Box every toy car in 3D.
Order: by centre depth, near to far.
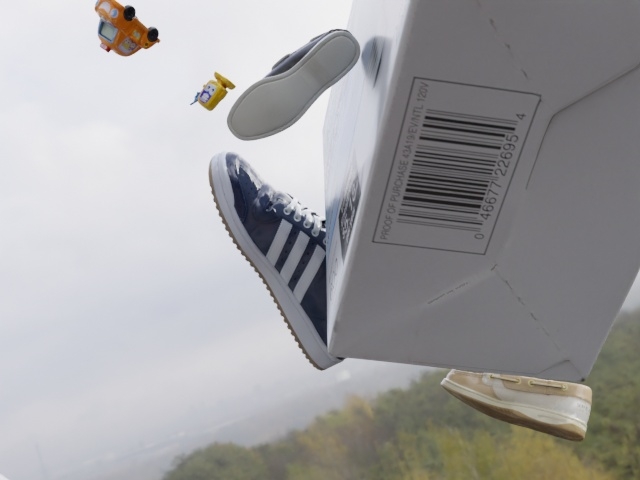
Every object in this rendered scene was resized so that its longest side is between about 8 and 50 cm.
[{"bbox_3d":[-0.131,-0.146,0.697,0.040,0.122,0.060,-53,-15,-1],"label":"toy car"}]

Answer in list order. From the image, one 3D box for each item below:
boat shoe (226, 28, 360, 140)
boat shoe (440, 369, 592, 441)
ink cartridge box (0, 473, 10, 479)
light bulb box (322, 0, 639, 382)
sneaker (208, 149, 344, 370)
[{"bbox_3d":[-0.024,-0.128,0.721,0.125,0.046,0.038,-40,20,6],"label":"boat shoe"},{"bbox_3d":[0.201,0.154,0.901,0.170,0.059,0.063,11,-21,45],"label":"boat shoe"},{"bbox_3d":[-0.320,0.359,0.862,0.121,0.289,0.211,-41,20,10],"label":"ink cartridge box"},{"bbox_3d":[0.139,-0.137,0.751,0.225,0.361,0.358,7,-54,-7],"label":"light bulb box"},{"bbox_3d":[0.000,0.000,0.996,0.153,0.282,0.099,-25,14,19],"label":"sneaker"}]
